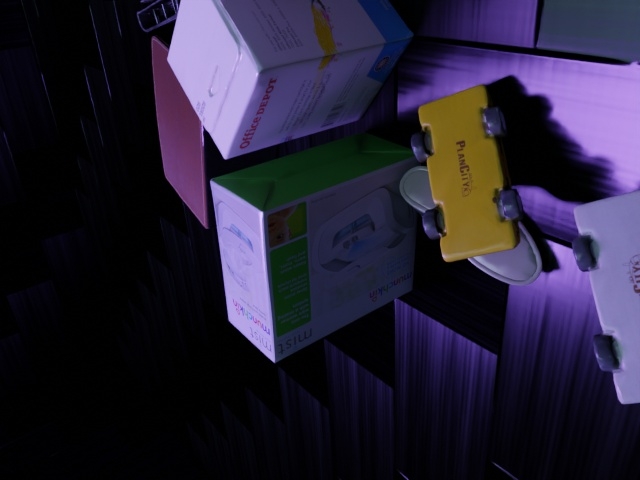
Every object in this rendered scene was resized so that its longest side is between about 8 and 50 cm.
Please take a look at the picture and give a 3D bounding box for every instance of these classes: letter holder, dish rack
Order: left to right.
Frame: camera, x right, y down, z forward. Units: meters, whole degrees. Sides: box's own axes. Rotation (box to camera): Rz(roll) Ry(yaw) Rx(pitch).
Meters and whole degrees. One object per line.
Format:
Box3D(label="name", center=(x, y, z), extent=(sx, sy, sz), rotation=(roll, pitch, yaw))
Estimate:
Box3D(label="dish rack", center=(-0.312, -0.555, 1.084), extent=(0.208, 0.074, 0.271), rotation=(11, 118, 53))
Box3D(label="letter holder", center=(-0.198, -0.215, 1.060), extent=(0.214, 0.152, 0.301), rotation=(43, 141, 37))

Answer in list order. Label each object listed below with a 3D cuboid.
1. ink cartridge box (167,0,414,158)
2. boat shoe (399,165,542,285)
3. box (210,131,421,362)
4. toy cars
Box3D(label="ink cartridge box", center=(-0.045, -0.243, 0.728), extent=(0.168, 0.233, 0.171), rotation=(59, 147, 13))
Box3D(label="boat shoe", center=(0.188, -0.018, 0.709), extent=(0.206, 0.075, 0.065), rotation=(43, -176, 26))
Box3D(label="box", center=(0.000, 0.000, 0.790), extent=(0.127, 0.262, 0.231), rotation=(31, 133, 43))
Box3D(label="toy cars", center=(0.238, -0.008, 0.587), extent=(0.394, 0.087, 0.176), rotation=(43, 104, 31))
